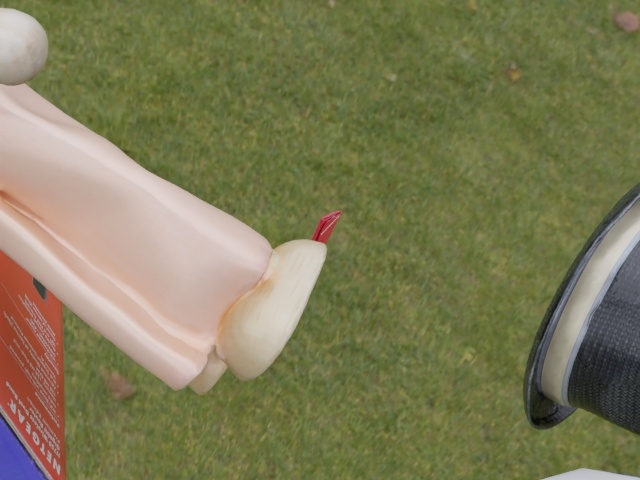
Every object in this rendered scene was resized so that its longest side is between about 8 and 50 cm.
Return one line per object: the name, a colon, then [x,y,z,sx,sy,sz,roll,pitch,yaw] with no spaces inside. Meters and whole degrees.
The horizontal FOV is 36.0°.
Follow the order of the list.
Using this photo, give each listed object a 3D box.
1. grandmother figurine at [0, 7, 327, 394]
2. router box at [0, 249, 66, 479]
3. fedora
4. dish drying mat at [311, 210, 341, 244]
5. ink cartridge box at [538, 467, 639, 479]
grandmother figurine: [-0.162,-0.053,0.431,0.342,0.208,0.104,34,56,-13]
router box: [-0.319,0.087,0.579,0.335,0.082,0.301,-24,33,-2]
fedora: [0.368,0.098,1.094,0.152,0.334,0.334,32,51,32]
dish drying mat: [0.000,0.000,1.112,0.008,0.083,0.032,43,47,19]
ink cartridge box: [0.266,0.306,0.959,0.090,0.092,0.143,-4,87,-34]
